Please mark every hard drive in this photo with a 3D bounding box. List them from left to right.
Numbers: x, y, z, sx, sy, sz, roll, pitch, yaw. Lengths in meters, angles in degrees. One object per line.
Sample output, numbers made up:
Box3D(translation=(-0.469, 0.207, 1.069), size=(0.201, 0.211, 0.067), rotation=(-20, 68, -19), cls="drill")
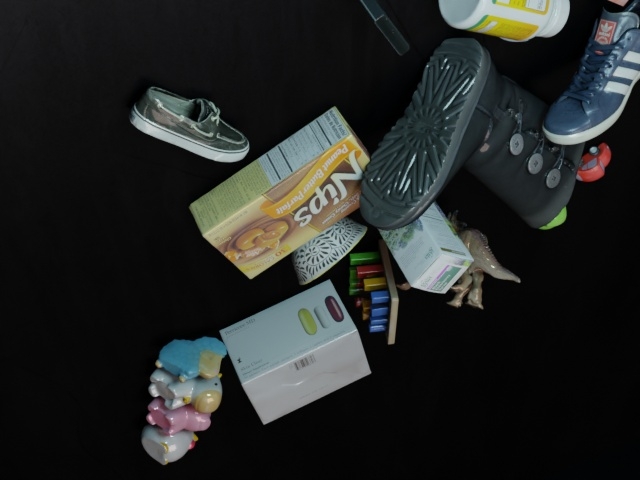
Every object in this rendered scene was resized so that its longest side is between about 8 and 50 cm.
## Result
Box3D(translation=(0.083, -0.352, 1.520), size=(0.022, 0.135, 0.094), rotation=(-36, 143, 11), cls="hard drive")

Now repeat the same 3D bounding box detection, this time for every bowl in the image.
Box3D(translation=(0.000, 0.000, 1.910), size=(0.170, 0.170, 0.080), rotation=(-38, 99, 12), cls="bowl")

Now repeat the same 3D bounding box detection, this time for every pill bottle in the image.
Box3D(translation=(0.305, -0.391, 1.635), size=(0.208, 0.118, 0.118), rotation=(2, 134, -35), cls="pill bottle")

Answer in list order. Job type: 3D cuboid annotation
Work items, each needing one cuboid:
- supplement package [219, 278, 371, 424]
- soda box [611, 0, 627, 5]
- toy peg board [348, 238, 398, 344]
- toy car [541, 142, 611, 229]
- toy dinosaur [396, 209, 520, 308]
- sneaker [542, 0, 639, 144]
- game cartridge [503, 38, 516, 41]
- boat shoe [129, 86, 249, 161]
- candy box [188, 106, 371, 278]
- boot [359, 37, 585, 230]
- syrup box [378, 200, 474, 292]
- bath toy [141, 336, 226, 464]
Box3D(translation=(-0.051, 0.239, 2.129), size=(0.261, 0.145, 0.204), rotation=(-25, 144, -6), cls="supplement package")
Box3D(translation=(0.471, -0.461, 1.710), size=(0.183, 0.058, 0.063), rotation=(6, 132, -39), cls="soda box")
Box3D(translation=(0.106, 0.111, 2.082), size=(0.079, 0.161, 0.161), rotation=(-6, 140, -4), cls="toy peg board")
Box3D(translation=(0.522, -0.096, 2.183), size=(0.239, 0.053, 0.225), rotation=(-16, 142, -16), cls="toy car")
Box3D(translation=(0.276, 0.021, 1.985), size=(0.127, 0.295, 0.200), rotation=(26, 75, -28), cls="toy dinosaur")
Box3D(translation=(0.514, -0.329, 1.806), size=(0.350, 0.131, 0.148), rotation=(-47, 135, -15), cls="sneaker")
Box3D(translation=(0.345, -0.378, 1.763), size=(0.083, 0.017, 0.056), rotation=(2, 130, -35), cls="game cartridge")
Box3D(translation=(-0.193, -0.185, 1.587), size=(0.219, 0.078, 0.070), rotation=(14, 127, -41), cls="boat shoe")
Box3D(translation=(-0.053, -0.080, 1.795), size=(0.316, 0.088, 0.183), rotation=(-34, 143, 6), cls="candy box")
Box3D(translation=(0.300, -0.122, 1.862), size=(0.445, 0.146, 0.367), rotation=(27, 95, -51), cls="boot")
Box3D(translation=(0.183, -0.018, 1.899), size=(0.096, 0.237, 0.093), rotation=(12, 128, -41), cls="syrup box")
Box3D(translation=(-0.288, 0.347, 2.130), size=(0.129, 0.151, 0.348), rotation=(-42, 161, -44), cls="bath toy")
